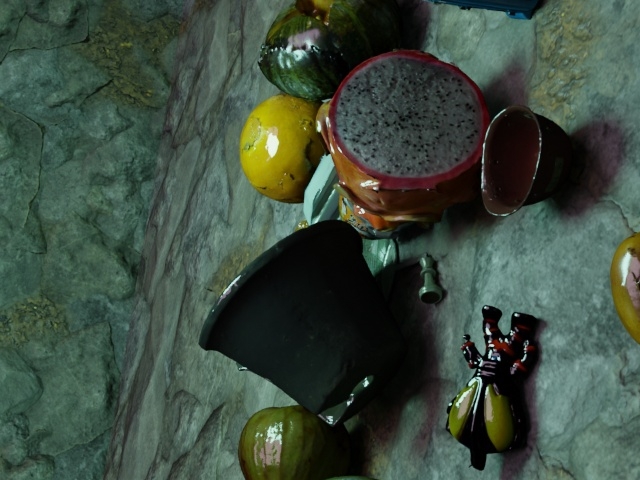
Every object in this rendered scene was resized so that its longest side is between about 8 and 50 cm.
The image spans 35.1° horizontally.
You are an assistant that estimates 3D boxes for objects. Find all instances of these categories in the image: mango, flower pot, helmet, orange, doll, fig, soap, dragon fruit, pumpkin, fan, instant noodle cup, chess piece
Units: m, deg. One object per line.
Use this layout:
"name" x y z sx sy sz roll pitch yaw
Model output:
"mango" 0.418 0.066 1.308 0.105 0.084 0.159 154 127 -65
"flower pot" 0.005 0.170 1.832 0.251 0.379 0.379 45 122 26
"helmet" 0.328 -0.115 1.558 0.155 0.106 0.175 42 120 60
"orange" -0.060 -0.202 2.226 0.246 0.246 0.246 -40 43 51
"doll" 0.258 0.226 1.544 0.127 0.088 0.248 4 77 64
"fig" -0.060 0.461 1.869 0.217 0.217 0.321 -46 24 46
"soap" 0.058 -0.122 2.058 0.230 0.145 0.091 -58 29 21
"dragon fruit" 0.144 -0.154 1.765 0.226 0.305 0.305 87 -176 -64
"pumpkin" 0.030 -0.426 2.135 0.320 0.192 0.320 -23 28 13
"fan" 0.111 0.091 1.996 0.294 0.012 0.223 36 109 64
"instant noodle cup" 0.108 -0.077 1.933 0.208 0.178 0.125 -66 5 -28
"chess piece" 0.195 0.067 1.814 0.042 0.042 0.093 -51 28 40

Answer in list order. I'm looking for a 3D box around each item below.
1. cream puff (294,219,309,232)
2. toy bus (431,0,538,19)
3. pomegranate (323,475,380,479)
"cream puff" 0.000 0.000 2.173 0.116 0.094 0.122 67 172 -19
"toy bus" 0.264 -0.457 1.718 0.113 0.246 0.134 -148 63 -63
"pomegranate" 0.040 0.535 1.624 0.323 0.291 0.291 118 153 -44
